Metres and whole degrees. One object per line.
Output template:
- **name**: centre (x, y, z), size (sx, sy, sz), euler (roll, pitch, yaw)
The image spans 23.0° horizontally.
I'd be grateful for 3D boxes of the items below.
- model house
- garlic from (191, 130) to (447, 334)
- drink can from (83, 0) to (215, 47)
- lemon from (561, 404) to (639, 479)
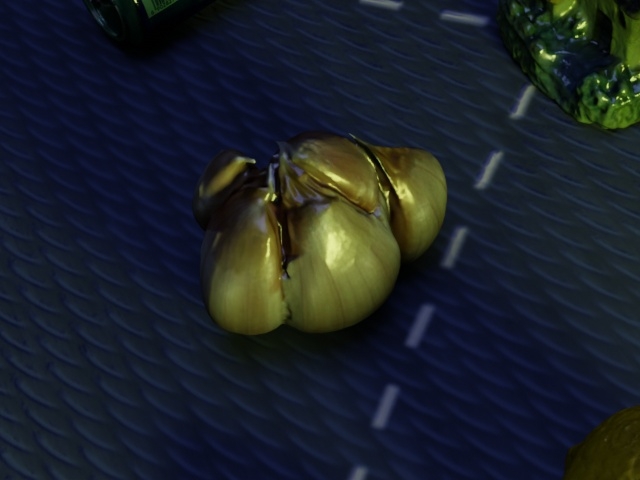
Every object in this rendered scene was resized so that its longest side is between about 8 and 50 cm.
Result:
- **model house**: centre (0.265, -0.241, 1.417), size (0.170, 0.211, 0.194), euler (-21, 52, -11)
- **garlic**: centre (0.000, 0.000, 1.299), size (0.214, 0.191, 0.160), euler (2, 76, -4)
- **drink can**: centre (-0.138, -0.285, 1.571), size (0.205, 0.118, 0.118), euler (-34, 54, -20)
- **lemon**: centre (0.257, 0.197, 1.082), size (0.193, 0.180, 0.180), euler (38, 63, 8)
